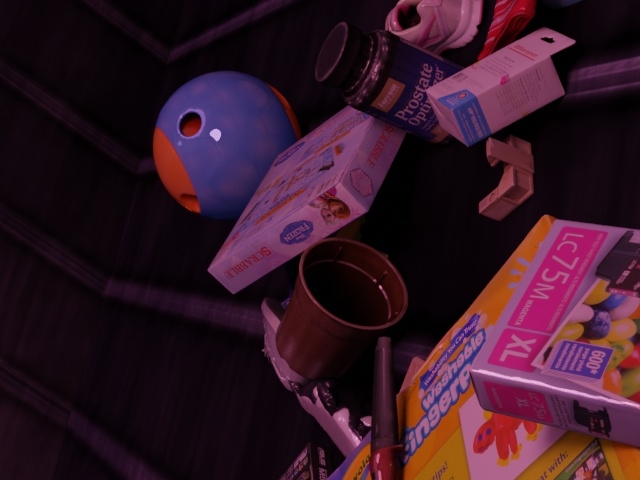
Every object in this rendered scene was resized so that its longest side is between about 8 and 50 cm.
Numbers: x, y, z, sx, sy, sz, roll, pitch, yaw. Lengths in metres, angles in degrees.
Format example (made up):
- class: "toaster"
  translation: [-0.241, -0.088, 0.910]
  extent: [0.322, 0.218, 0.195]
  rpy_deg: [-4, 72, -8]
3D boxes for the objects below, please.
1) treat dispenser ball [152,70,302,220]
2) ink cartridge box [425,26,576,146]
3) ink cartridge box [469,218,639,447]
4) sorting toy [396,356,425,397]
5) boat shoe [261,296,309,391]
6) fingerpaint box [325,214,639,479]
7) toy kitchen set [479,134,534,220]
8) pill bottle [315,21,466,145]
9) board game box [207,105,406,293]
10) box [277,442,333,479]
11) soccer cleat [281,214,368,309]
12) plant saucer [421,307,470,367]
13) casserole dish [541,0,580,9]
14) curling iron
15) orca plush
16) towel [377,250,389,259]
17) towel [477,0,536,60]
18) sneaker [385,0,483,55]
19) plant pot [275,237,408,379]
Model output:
- class: "treat dispenser ball"
  translation: [-0.178, -0.181, 2.260]
  extent: [0.288, 0.288, 0.288]
  rpy_deg: [-50, 28, 40]
- class: "ink cartridge box"
  translation: [0.240, -0.200, 1.516]
  extent: [0.181, 0.061, 0.104]
  rpy_deg: [-29, 25, -3]
- class: "ink cartridge box"
  translation: [0.294, 0.080, 0.919]
  extent: [0.311, 0.065, 0.185]
  rpy_deg: [11, 51, 34]
- class: "sorting toy"
  translation: [0.130, 0.191, 1.559]
  extent: [0.062, 0.012, 0.083]
  rpy_deg: [-64, 18, 0]
- class: "boat shoe"
  translation: [-0.064, 0.172, 1.954]
  extent: [0.081, 0.079, 0.227]
  rpy_deg: [-59, 26, 14]
- class: "fingerpaint box"
  translation: [0.194, 0.265, 1.133]
  extent: [0.444, 0.163, 0.371]
  rpy_deg: [-56, 26, 30]
- class: "toy kitchen set"
  translation: [0.224, -0.087, 1.509]
  extent: [0.075, 0.068, 0.083]
  rpy_deg: [-45, 31, 46]
- class: "pill bottle"
  translation: [0.109, -0.231, 1.708]
  extent: [0.123, 0.219, 0.122]
  rpy_deg: [-50, 29, 40]
- class: "board game box"
  translation: [-0.004, -0.093, 1.853]
  extent: [0.319, 0.066, 0.318]
  rpy_deg: [-31, 21, 41]
- class: "box"
  translation: [-0.040, 0.424, 1.718]
  extent: [0.190, 0.045, 0.184]
  rpy_deg: [-55, 28, 31]
- class: "soccer cleat"
  translation: [0.001, 0.000, 1.895]
  extent: [0.093, 0.121, 0.289]
  rpy_deg: [-40, 35, 52]
- class: "plant saucer"
  translation: [0.193, 0.099, 1.323]
  extent: [0.200, 0.037, 0.200]
  rpy_deg: [-40, -17, -15]
- class: "casserole dish"
  translation: [0.338, -0.369, 1.536]
  extent: [0.188, 0.037, 0.114]
  rpy_deg: [-4, 67, 68]
- class: "curling iron"
  translation: [0.074, 0.215, 1.190]
  extent: [0.068, 0.035, 0.274]
  rpy_deg: [-45, 33, 39]
- class: "orca plush"
  translation: [0.055, 0.243, 1.645]
  extent: [0.151, 0.102, 0.287]
  rpy_deg: [64, 166, -3]
- class: "towel"
  translation: [0.080, 0.057, 1.806]
  extent: [0.083, 0.009, 0.060]
  rpy_deg: [-69, 20, 0]
- class: "towel"
  translation: [0.284, -0.394, 1.620]
  extent: [0.199, 0.031, 0.274]
  rpy_deg: [125, 162, -76]
- class: "sneaker"
  translation: [0.146, -0.328, 1.855]
  extent: [0.252, 0.111, 0.103]
  rpy_deg: [-40, 36, 52]
- class: "plant pot"
  translation: [0.018, 0.111, 1.719]
  extent: [0.167, 0.167, 0.165]
  rpy_deg: [-91, 23, -44]
